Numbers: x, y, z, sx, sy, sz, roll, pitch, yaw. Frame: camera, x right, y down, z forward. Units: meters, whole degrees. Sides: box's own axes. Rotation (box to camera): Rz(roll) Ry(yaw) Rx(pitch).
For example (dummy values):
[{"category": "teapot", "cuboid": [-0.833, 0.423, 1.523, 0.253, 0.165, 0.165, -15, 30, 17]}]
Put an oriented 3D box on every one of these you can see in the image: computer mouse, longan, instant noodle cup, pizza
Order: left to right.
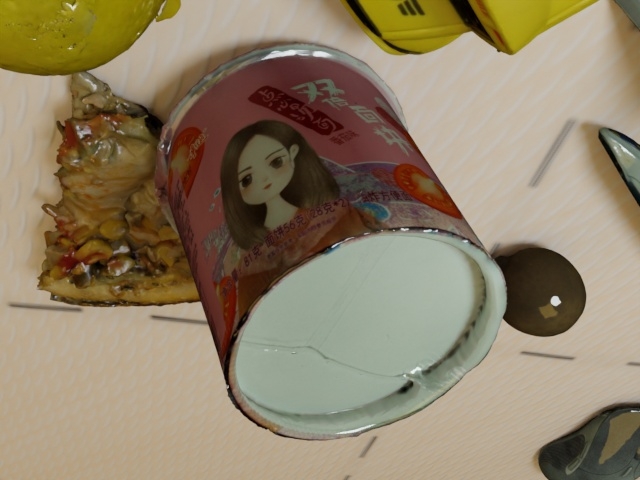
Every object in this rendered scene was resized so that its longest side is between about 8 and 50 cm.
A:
[{"category": "pizza", "cuboid": [-0.154, -0.013, 0.579, 0.251, 0.074, 0.288, 10, 137, -17]}, {"category": "instant noodle cup", "cuboid": [0.000, 0.000, 0.446, 0.243, 0.231, 0.243, -10, 129, -13]}, {"category": "longan", "cuboid": [0.247, 0.057, 0.663, 0.119, 0.106, 0.106, 31, 144, 26]}, {"category": "computer mouse", "cuboid": [0.536, 0.372, 1.016, 0.167, 0.090, 0.379, 7, 134, -13]}]

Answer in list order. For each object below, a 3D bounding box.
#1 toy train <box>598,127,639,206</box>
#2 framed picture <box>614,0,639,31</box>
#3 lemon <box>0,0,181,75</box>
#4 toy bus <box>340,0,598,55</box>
[{"category": "toy train", "cuboid": [0.354, -0.045, 0.584, 0.048, 0.055, 0.252, -32, 130, 27]}, {"category": "framed picture", "cuboid": [0.368, -0.179, 0.355, 0.017, 0.217, 0.274, -23, 168, -49]}, {"category": "lemon", "cuboid": [-0.172, -0.184, 0.323, 0.206, 0.173, 0.173, 11, 136, -32]}, {"category": "toy bus", "cuboid": [0.150, -0.219, 0.318, 0.330, 0.152, 0.144, -27, 133, 23]}]
